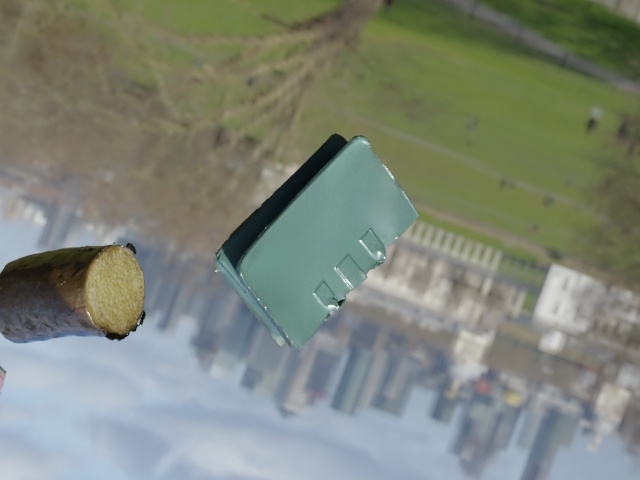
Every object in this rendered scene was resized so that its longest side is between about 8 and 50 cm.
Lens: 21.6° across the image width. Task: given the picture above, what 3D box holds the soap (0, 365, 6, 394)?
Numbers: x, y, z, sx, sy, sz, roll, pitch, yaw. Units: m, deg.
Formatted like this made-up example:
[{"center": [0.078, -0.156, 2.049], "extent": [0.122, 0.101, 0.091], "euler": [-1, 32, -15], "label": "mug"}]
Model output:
[{"center": [-0.377, 0.144, 1.696], "extent": [0.100, 0.056, 0.149], "euler": [-1, 148, 15], "label": "soap"}]

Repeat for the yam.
[{"center": [-0.214, 0.046, 1.414], "extent": [0.127, 0.084, 0.084], "euler": [-5, 163, 34], "label": "yam"}]

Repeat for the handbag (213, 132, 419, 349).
[{"center": [0.000, 0.000, 1.842], "extent": [0.144, 0.221, 0.057], "euler": [53, 157, -24], "label": "handbag"}]
